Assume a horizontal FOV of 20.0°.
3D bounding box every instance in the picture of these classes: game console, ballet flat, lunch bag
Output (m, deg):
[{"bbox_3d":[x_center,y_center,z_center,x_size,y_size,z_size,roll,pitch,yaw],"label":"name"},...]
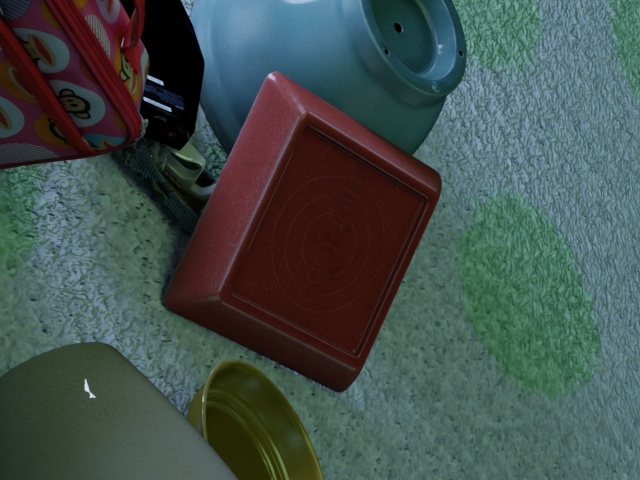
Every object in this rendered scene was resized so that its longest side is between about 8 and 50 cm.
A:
[{"bbox_3d":[-0.265,-0.227,1.718,0.361,0.044,0.213,24,39,-30],"label":"game console"},{"bbox_3d":[-0.126,-0.054,1.792,0.188,0.070,0.070,42,44,-27],"label":"ballet flat"},{"bbox_3d":[-0.264,-0.181,1.491,0.293,0.258,0.120,60,30,-52],"label":"lunch bag"}]

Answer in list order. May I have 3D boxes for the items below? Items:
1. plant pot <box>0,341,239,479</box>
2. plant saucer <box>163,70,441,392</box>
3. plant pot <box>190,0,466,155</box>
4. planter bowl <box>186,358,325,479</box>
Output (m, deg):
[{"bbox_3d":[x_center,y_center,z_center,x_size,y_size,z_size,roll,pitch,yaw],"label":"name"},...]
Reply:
[{"bbox_3d":[-0.171,0.231,1.480,0.256,0.256,0.274,1,54,-49],"label":"plant pot"},{"bbox_3d":[0.000,0.000,1.822,0.259,0.048,0.258,29,82,-36],"label":"plant saucer"},{"bbox_3d":[0.031,-0.200,1.944,0.293,0.196,0.293,25,54,-40],"label":"plant pot"},{"bbox_3d":[-0.082,0.225,1.659,0.217,0.090,0.217,50,26,-36],"label":"planter bowl"}]
